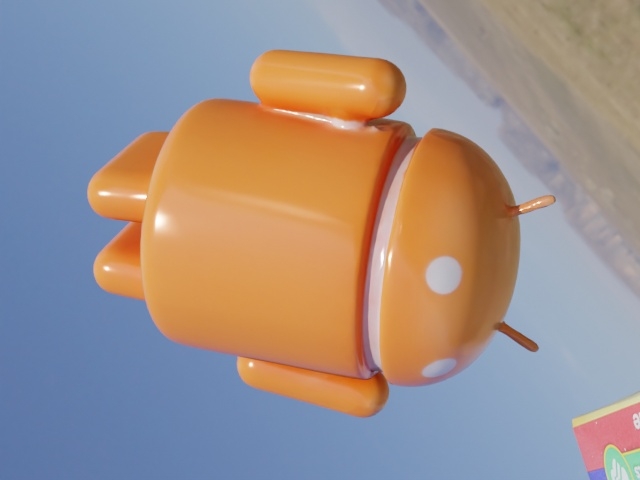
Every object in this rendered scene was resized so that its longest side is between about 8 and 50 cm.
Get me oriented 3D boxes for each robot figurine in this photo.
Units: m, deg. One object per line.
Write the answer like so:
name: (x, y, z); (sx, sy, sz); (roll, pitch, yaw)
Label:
robot figurine: (0.000, -0.002, 0.580); (0.219, 0.158, 0.128); (10, 170, 14)

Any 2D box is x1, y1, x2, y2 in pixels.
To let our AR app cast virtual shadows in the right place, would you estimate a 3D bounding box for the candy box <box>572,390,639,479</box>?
candy box: (0.295, 0.062, 0.468); (0.268, 0.317, 0.122); (120, 132, -73)
